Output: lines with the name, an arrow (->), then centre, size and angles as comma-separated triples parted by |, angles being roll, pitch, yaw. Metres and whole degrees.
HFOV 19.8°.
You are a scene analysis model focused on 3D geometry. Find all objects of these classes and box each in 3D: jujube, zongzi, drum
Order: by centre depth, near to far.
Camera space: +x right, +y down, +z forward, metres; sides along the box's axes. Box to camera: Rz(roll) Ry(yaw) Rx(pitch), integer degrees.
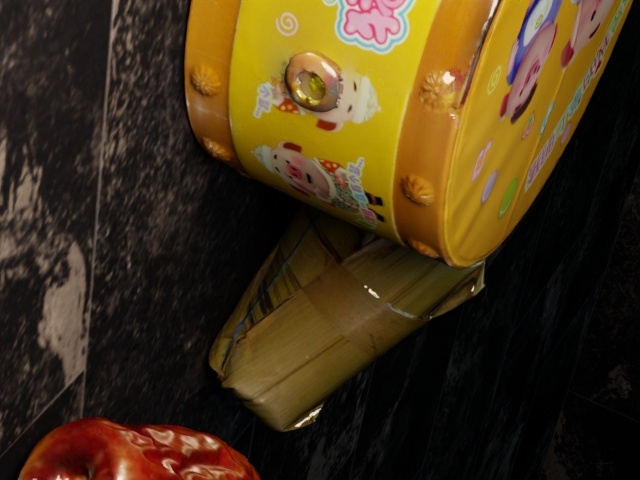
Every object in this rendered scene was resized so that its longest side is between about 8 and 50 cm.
jujube -> -0.133, 0.218, 1.343 | 0.190, 0.190, 0.255 | -61, 146, -16
drum -> 0.090, -0.203, 1.344 | 0.431, 0.214, 0.431 | -55, 161, -30
zongzi -> 0.000, 0.000, 1.611 | 0.260, 0.289, 0.123 | -40, 126, 13
